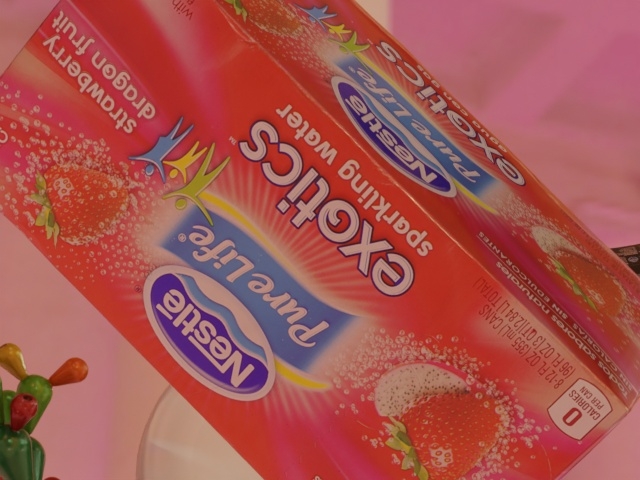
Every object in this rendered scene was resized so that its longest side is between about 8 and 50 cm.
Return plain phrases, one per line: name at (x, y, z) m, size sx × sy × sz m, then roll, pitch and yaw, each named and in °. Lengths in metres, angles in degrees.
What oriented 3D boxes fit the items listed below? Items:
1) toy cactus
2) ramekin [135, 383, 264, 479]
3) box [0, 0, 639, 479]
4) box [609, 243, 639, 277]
toy cactus at (-0.220, 0.191, 1.522) m, size 0.112 × 0.180 × 0.219 m, roll -13°, pitch -41°, yaw -10°
ramekin at (-0.031, 0.226, 1.646) m, size 0.272 × 0.273 × 0.127 m, roll 8°, pitch -35°, yaw -11°
box at (0.000, 0.000, 0.751) m, size 0.128 × 0.257 × 0.122 m, roll -47°, pitch -5°, yaw 23°
box at (0.293, 0.071, 1.782) m, size 0.190 × 0.184 × 0.045 m, roll -10°, pitch -54°, yaw -5°
